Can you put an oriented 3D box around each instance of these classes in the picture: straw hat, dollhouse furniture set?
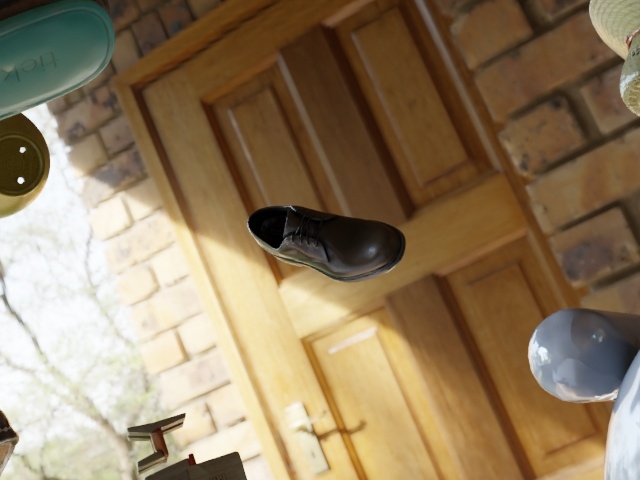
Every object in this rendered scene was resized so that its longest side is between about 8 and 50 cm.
[{"bbox_3d":[0.230,-0.112,0.709,0.061,0.144,0.144,-62,-4,-12],"label":"straw hat"},{"bbox_3d":[-0.183,0.380,1.560,0.135,0.262,0.259,-16,-15,-14],"label":"dollhouse furniture set"}]

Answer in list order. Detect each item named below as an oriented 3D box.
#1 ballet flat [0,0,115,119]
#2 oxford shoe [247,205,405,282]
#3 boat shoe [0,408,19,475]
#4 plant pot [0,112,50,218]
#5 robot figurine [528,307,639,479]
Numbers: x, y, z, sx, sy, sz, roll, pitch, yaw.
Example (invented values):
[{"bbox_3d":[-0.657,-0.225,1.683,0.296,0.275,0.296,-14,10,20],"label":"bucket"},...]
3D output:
[{"bbox_3d":[-0.226,-0.065,0.465,0.280,0.096,0.095,-29,-29,-30],"label":"ballet flat"},{"bbox_3d":[0.000,0.000,1.336,0.227,0.083,0.096,5,-16,35],"label":"oxford shoe"},{"bbox_3d":[-0.177,0.189,0.385,0.285,0.092,0.103,-62,-6,-8],"label":"boat shoe"},{"bbox_3d":[-0.346,-0.084,1.149,0.134,0.134,0.095,-16,14,-33],"label":"plant pot"},{"bbox_3d":[0.239,0.100,0.459,0.299,0.200,0.353,19,4,27],"label":"robot figurine"}]
